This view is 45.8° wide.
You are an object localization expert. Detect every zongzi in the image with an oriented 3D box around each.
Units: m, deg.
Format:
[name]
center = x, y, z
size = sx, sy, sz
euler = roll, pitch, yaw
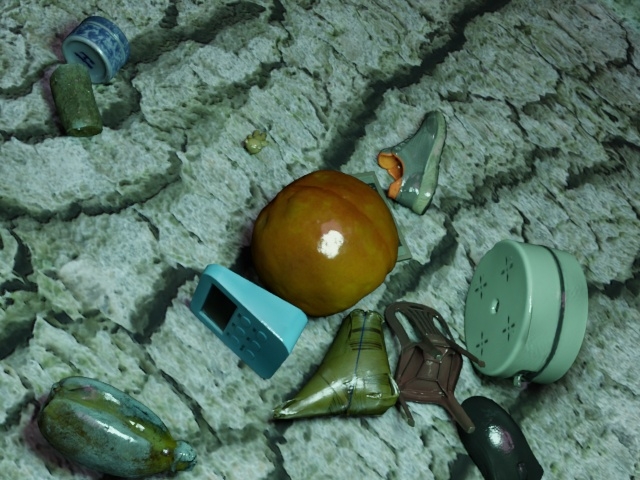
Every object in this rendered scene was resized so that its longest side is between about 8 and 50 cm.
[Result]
[zongzi]
center = 0.018, 0.279, 1.730
size = 0.289, 0.123, 0.260
euler = 1, 56, -15

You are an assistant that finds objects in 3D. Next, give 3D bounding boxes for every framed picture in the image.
[framed picture]
center = 0.105, -0.053, 2.011
size = 0.209, 0.019, 0.281
euler = -13, 67, -26

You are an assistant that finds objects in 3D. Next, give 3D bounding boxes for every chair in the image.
[chair]
center = 0.253, 0.291, 1.812
size = 0.176, 0.183, 0.326
euler = 11, 14, -14

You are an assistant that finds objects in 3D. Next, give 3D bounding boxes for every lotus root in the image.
[lotus root]
center = -0.401, 0.388, 1.500
size = 0.322, 0.140, 0.158
euler = 30, 31, -9

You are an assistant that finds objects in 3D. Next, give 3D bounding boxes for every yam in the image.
[yam]
center = -0.598, -0.333, 1.856
size = 0.107, 0.107, 0.183
euler = -12, 68, -26

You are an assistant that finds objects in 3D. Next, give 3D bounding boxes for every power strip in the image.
[power strip]
center = 0.490, 0.184, 1.830
size = 0.162, 0.357, 0.357
euler = 11, 58, -13

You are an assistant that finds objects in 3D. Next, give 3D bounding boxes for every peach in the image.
[peach]
center = 0.000, 0.000, 1.758
size = 0.343, 0.343, 0.301
euler = -45, 106, -34

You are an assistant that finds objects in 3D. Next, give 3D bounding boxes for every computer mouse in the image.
[computer mouse]
center = 0.426, 0.485, 1.786
size = 0.147, 0.088, 0.264
euler = -21, 73, -27

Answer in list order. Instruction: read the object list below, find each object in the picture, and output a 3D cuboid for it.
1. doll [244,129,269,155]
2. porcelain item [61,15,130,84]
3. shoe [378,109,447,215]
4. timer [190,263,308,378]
[doll]
center = -0.167, -0.266, 2.011
size = 0.062, 0.051, 0.093
euler = 21, 55, 0
[porcelain item]
center = -0.568, -0.487, 1.930
size = 0.147, 0.147, 0.114
euler = 30, 53, -2
[shoe]
center = 0.247, -0.233, 2.116
size = 0.171, 0.132, 0.336
euler = 15, 60, -1
[timer]
center = -0.172, 0.176, 1.648
size = 0.250, 0.232, 0.091
euler = 32, 58, 0
